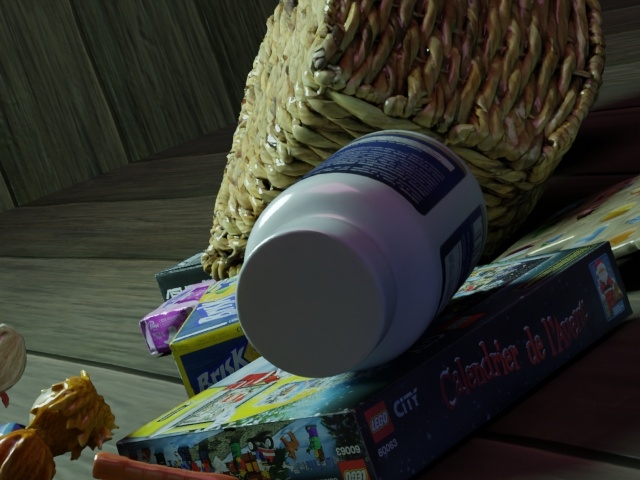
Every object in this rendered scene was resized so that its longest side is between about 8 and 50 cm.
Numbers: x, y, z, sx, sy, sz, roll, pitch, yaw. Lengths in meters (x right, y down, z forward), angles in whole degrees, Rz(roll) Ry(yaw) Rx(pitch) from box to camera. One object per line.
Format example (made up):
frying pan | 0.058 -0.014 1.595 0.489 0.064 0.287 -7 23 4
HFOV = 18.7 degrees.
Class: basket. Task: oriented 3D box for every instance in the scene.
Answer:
basket | 0.067 -0.102 1.394 0.299 0.213 0.223 -80 15 -46

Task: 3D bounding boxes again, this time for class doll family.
doll family | -0.180 0.123 0.933 0.163 0.118 0.263 -38 2 8

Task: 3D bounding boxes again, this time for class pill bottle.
pill bottle | 0.018 0.007 0.927 0.094 0.094 0.169 -16 9 20

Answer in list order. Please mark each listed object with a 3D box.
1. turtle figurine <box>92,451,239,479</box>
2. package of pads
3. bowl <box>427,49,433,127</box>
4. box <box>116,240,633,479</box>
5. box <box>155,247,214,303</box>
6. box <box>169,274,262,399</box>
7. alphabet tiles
turtle figurine | -0.128 0.159 0.630 0.269 0.087 0.217 -12 15 -9
package of pads | -0.089 0.053 1.402 0.050 0.032 0.083 -16 9 26
bowl | 0.116 -0.114 1.666 0.298 0.134 0.298 -19 8 3
box | 0.032 0.069 0.986 0.159 0.044 0.233 -12 11 42
box | 0.000 0.000 1.501 0.184 0.045 0.191 -10 12 38
box | -0.045 0.059 1.191 0.059 0.054 0.169 -18 9 8
alphabet tiles | 0.195 -0.020 1.165 0.237 0.009 0.198 -23 7 39
